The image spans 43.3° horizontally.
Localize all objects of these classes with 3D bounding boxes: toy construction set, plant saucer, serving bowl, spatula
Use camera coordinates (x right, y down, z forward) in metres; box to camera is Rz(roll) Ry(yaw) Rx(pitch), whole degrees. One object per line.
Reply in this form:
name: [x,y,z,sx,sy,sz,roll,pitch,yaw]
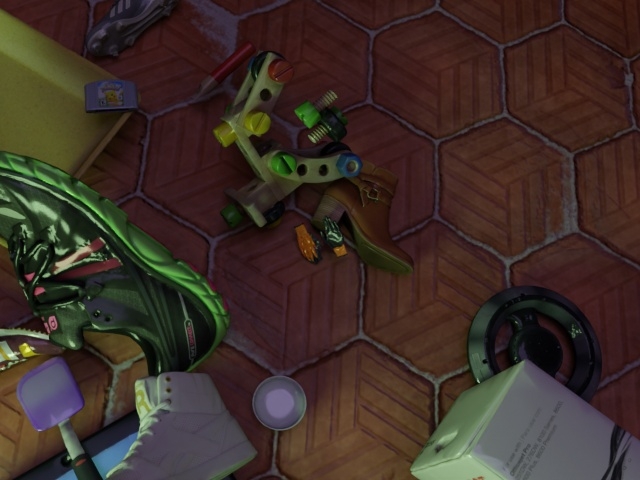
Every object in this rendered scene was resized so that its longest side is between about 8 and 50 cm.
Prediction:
toy construction set: [-0.114,-0.164,1.305,0.237,0.257,0.309,-42,56,-4]
plant saucer: [-0.515,-0.181,1.307,0.333,0.081,0.333,31,69,3]
serving bowl: [-0.064,0.252,1.245,0.083,0.027,0.083,3,70,-8]
spatula: [-0.343,0.289,1.124,0.084,0.030,0.296,-29,53,-16]

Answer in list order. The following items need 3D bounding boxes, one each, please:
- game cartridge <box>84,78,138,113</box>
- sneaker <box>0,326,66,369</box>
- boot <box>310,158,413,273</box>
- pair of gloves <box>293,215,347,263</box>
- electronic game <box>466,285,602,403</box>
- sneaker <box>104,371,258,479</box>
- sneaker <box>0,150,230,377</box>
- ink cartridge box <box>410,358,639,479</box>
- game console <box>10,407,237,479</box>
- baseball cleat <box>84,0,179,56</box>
game cartridge: [-0.338,-0.233,1.302,0.083,0.017,0.056,-5,67,-11]
sneaker: [-0.472,0.171,1.198,0.185,0.069,0.084,5,78,0]
boot: [0.098,-0.045,1.355,0.197,0.073,0.152,33,65,1]
pair of gloves: [0.000,0.000,1.320,0.010,0.083,0.074,-41,110,-59]
electronic game: [0.351,0.185,1.320,0.229,0.048,0.229,3,70,-8]
sneaker: [-0.233,0.271,1.073,0.292,0.108,0.169,-12,66,-52]
sneaker: [-0.352,0.040,1.148,0.483,0.185,0.202,37,72,-13]
ink cartridge box: [0.355,0.367,1.128,0.395,0.285,0.166,36,68,5]
game console: [-0.282,0.446,1.128,0.386,0.060,0.342,-29,76,-16]
baseball cleat: [-0.347,-0.403,1.427,0.206,0.072,0.109,-39,66,-23]
